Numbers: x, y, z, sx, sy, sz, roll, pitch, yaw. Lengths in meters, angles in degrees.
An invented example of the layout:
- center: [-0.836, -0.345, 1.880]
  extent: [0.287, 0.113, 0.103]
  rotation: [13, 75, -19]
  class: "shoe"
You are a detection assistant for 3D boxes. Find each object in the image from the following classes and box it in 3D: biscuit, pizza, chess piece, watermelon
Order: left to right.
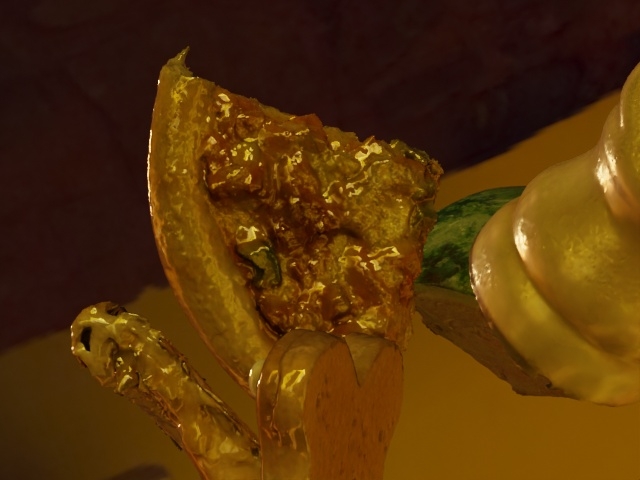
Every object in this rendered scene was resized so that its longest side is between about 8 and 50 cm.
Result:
- center: [-0.057, 0.232, 1.371]
  extent: [0.435, 0.080, 0.392]
  rotation: [50, -5, 1]
  class: "pizza"
- center: [-0.009, 0.153, 0.616]
  extent: [0.158, 0.035, 0.240]
  rotation: [28, 68, -67]
  class: "biscuit"
- center: [0.000, 0.000, 0.953]
  extent: [0.292, 0.197, 0.058]
  rotation: [66, -12, -5]
  class: "pizza"
- center: [0.216, 0.042, 1.249]
  extent: [0.256, 0.260, 0.176]
  rotation: [38, -31, 20]
  class: "watermelon"
- center: [0.141, -0.035, 0.496]
  extent: [0.200, 0.090, 0.090]
  rotation: [-50, -121, 35]
  class: "chess piece"
